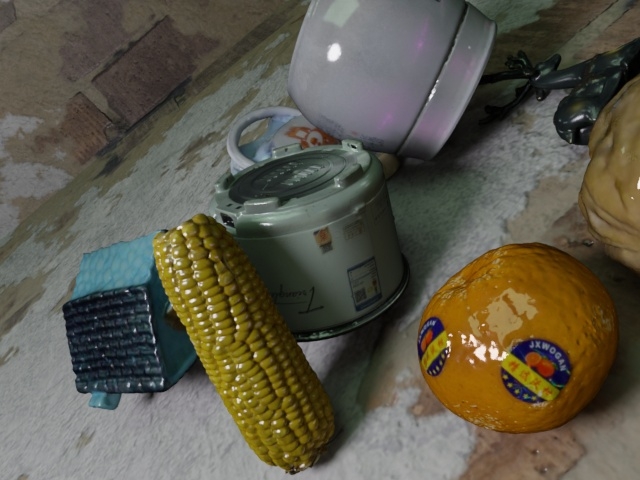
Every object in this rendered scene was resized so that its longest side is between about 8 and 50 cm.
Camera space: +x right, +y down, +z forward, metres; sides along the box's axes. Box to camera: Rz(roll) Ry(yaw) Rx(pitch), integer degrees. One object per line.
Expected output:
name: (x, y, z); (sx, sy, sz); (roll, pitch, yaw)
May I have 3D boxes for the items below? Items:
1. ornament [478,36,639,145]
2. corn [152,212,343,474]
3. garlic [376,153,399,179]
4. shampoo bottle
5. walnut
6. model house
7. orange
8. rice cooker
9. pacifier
ornament: (0.315, -0.203, 0.764); (0.236, 0.080, 0.202); (11, 56, 46)
corn: (-0.076, 0.113, 0.565); (0.106, 0.305, 0.106); (-22, 17, 7)
garlic: (0.107, -0.129, 0.908); (0.083, 0.041, 0.053); (-48, 21, -26)
shampoo bottle: (0.106, -0.272, 0.816); (0.273, 0.267, 0.272); (-159, 90, -88)
walnut: (0.343, -0.070, 0.481); (0.198, 0.198, 0.245); (10, 50, 49)
model house: (-0.240, 0.140, 0.811); (0.261, 0.226, 0.240); (-14, 56, 39)
orange: (0.175, 0.088, 0.480); (0.177, 0.155, 0.177); (-53, -1, -1)
rice cooker: (-0.012, 0.006, 0.700); (0.241, 0.226, 0.281); (13, 39, 44)
pacifier: (-0.056, -0.118, 0.952); (0.279, 0.228, 0.207); (-53, -9, -41)
